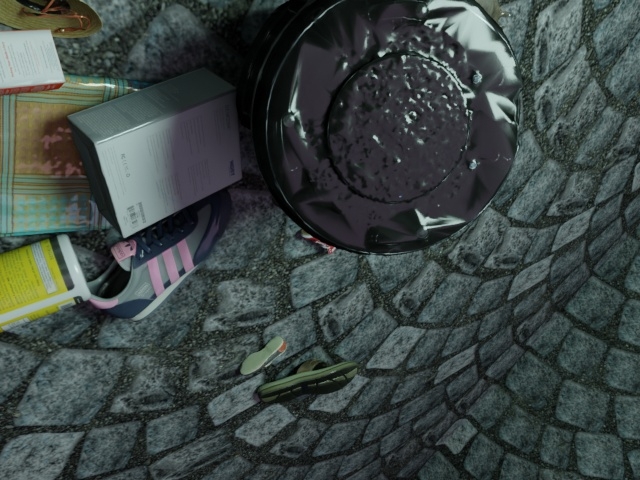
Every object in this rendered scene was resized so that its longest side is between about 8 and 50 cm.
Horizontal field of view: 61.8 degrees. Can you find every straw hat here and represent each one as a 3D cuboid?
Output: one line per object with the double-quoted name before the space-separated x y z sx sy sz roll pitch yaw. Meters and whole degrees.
"straw hat" -0.347 -0.311 0.664 0.144 0.144 0.061 3 84 -40

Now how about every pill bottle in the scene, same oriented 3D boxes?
"pill bottle" -0.491 0.077 0.852 0.208 0.119 0.119 -21 136 -23

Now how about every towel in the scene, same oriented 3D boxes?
"towel" -0.432 -0.119 0.788 0.370 0.040 0.271 -6 129 -35

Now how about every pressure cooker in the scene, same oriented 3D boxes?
"pressure cooker" 0.063 -0.201 0.842 0.369 0.420 0.376 -17 113 -1

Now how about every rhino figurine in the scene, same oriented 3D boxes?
"rhino figurine" 0.297 -0.446 1.053 0.243 0.073 0.106 -1 128 -39

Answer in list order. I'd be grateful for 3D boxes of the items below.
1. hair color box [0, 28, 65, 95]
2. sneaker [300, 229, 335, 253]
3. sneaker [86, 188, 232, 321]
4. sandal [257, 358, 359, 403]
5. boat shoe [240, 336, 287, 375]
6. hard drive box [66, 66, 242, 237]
"hair color box" -0.409 -0.223 0.676 0.141 0.043 0.072 -19 101 -36
"sneaker" 0.000 0.000 1.233 0.118 0.042 0.067 -8 126 -37
"sneaker" -0.293 0.016 0.961 0.319 0.112 0.131 -50 142 7
"sandal" -0.033 0.383 1.521 0.302 0.086 0.120 -8 137 -15
"boat shoe" -0.146 0.304 1.384 0.137 0.049 0.043 -39 142 -11
"hard drive box" -0.243 -0.139 0.835 0.232 0.089 0.181 -31 145 -30
